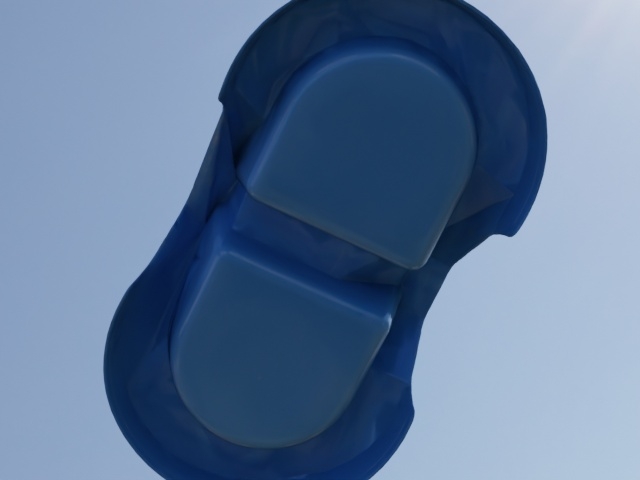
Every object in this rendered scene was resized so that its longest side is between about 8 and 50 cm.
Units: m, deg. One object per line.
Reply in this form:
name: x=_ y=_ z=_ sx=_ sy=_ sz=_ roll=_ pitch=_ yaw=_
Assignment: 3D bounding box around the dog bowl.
dog bowl: x=0.000 y=0.000 z=0.732 sx=0.166 sy=0.074 sz=0.297 roll=24 pitch=-73 yaw=-7
